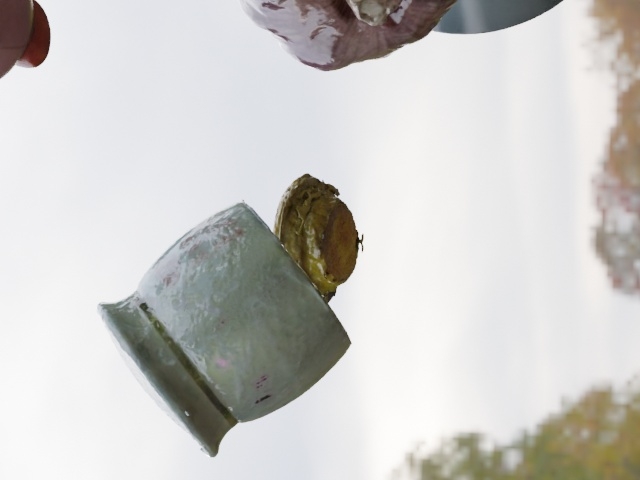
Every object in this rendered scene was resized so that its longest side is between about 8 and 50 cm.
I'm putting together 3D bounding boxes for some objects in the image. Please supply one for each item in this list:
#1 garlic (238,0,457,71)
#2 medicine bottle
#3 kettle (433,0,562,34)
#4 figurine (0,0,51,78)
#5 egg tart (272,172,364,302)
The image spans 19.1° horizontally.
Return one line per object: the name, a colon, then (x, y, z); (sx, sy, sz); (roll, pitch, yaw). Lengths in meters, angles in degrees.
garlic: (0.016, -0.164, 1.085); (0.159, 0.147, 0.102); (99, 170, -46)
medicine bottle: (-0.072, 0.066, 1.391); (0.147, 0.143, 0.147); (51, 175, 6)
kettle: (0.092, -0.308, 1.392); (0.210, 0.160, 0.243); (-111, 1, -51)
figurine: (-0.376, -0.230, 1.934); (0.173, 0.173, 0.173); (1, -90, -74)
egg tart: (0.000, 0.000, 1.781); (0.130, 0.052, 0.130); (2, -92, -60)
